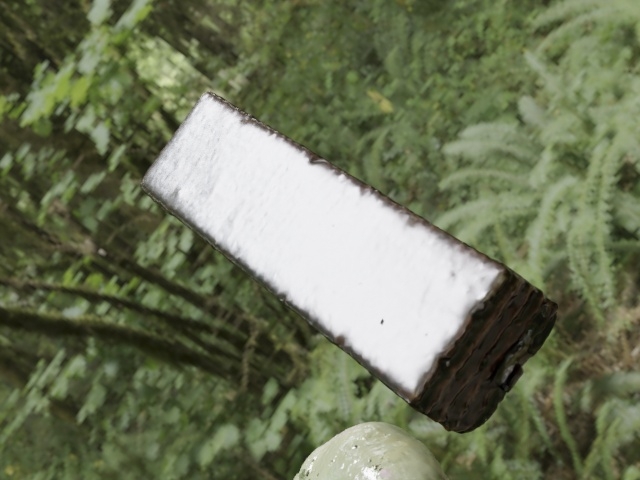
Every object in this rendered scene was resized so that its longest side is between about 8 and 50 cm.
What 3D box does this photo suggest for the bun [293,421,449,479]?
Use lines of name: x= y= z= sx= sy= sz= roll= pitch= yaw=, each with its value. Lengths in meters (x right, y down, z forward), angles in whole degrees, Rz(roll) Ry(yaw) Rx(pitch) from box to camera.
bun: x=0.047 y=0.276 z=0.927 sx=0.141 sy=0.239 sz=0.239 roll=-11 pitch=-5 yaw=-23

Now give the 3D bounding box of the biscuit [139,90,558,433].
biscuit: x=0.000 y=0.000 z=0.790 sx=0.107 sy=0.073 sz=0.388 roll=-54 pitch=45 yaw=-1
